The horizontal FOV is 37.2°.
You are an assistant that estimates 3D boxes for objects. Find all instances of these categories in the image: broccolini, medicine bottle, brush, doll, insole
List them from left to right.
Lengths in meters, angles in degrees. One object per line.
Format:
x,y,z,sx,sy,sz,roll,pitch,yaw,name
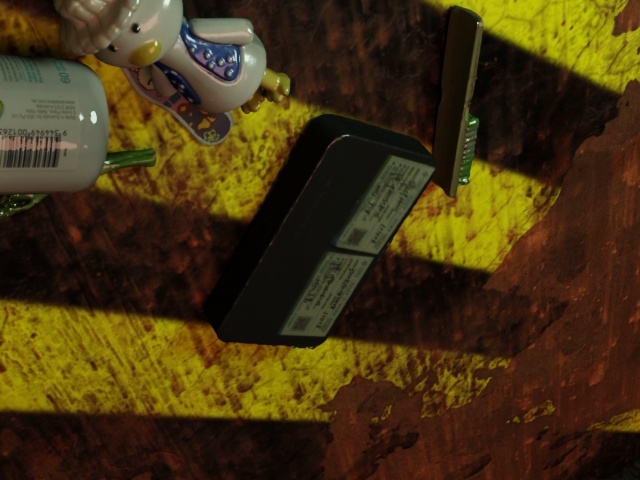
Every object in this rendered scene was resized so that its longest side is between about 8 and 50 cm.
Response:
-0.324,-0.110,0.902,0.215,0.135,0.135,-3,128,-34,medicine bottle
-0.292,-0.062,1.048,0.239,0.051,0.054,-22,131,-28,broccolini
-0.149,-0.202,0.958,0.138,0.119,0.293,-23,149,31,doll
-0.161,-0.167,1.068,0.065,0.004,0.197,-40,139,2,insole
0.188,-0.181,1.268,0.048,0.054,0.282,-27,139,-26,brush

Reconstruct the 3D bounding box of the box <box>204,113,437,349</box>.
0.000,0.000,1.298,0.211,0.058,0.350,10,121,-43,box
